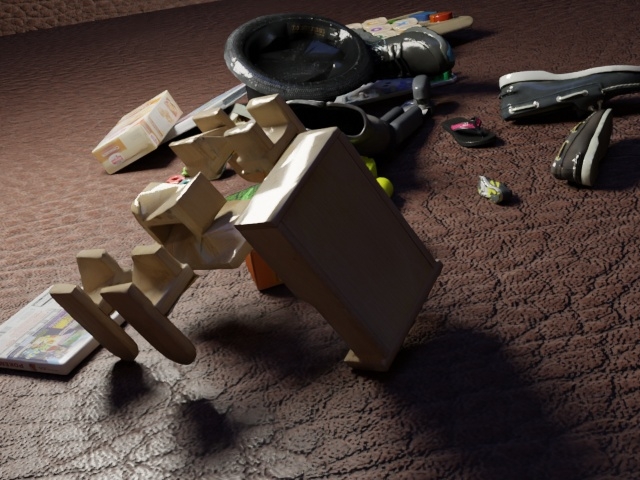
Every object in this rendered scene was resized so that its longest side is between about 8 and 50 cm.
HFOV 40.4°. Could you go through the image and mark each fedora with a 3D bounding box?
[{"bbox_3d":[-0.051,-0.354,1.884,0.333,0.153,0.334,7,45,-7],"label":"fedora"}]

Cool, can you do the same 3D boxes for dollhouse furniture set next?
[{"bbox_3d":[-0.081,0.016,1.163,0.394,0.256,0.362,-4,44,46],"label":"dollhouse furniture set"}]

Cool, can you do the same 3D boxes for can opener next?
[{"bbox_3d":[0.174,-0.279,1.820,0.076,0.095,0.283,1,21,24],"label":"can opener"}]

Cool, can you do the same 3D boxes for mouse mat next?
[{"bbox_3d":[-0.149,-0.050,1.512,0.152,0.007,0.190,-19,25,31],"label":"mouse mat"}]

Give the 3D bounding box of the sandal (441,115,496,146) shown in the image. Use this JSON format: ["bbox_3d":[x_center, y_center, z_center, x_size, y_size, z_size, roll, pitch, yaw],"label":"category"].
[{"bbox_3d":[0.289,-0.227,1.732,0.067,0.040,0.179,-16,26,-11],"label":"sandal"}]

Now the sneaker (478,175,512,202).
[{"bbox_3d":[0.293,-0.085,1.461,0.035,0.031,0.083,-4,27,-17],"label":"sneaker"}]

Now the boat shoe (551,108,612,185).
[{"bbox_3d":[0.456,-0.169,1.501,0.068,0.081,0.228,7,33,26],"label":"boat shoe"}]

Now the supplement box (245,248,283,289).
[{"bbox_3d":[0.000,0.000,1.343,0.233,0.080,0.078,-15,27,-12],"label":"supplement box"}]

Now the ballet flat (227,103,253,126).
[{"bbox_3d":[-0.170,-0.260,1.952,0.068,0.072,0.213,-30,32,-26],"label":"ballet flat"}]

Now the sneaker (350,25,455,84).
[{"bbox_3d":[0.150,-0.400,1.977,0.340,0.125,0.140,10,50,44],"label":"sneaker"}]

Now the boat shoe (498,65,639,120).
[{"bbox_3d":[0.507,-0.286,1.720,0.302,0.091,0.114,-2,-6,21],"label":"boat shoe"}]

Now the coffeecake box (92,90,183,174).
[{"bbox_3d":[-0.406,-0.242,1.945,0.142,0.068,0.185,-25,24,24],"label":"coffeecake box"}]

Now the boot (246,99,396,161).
[{"bbox_3d":[-0.039,-0.219,1.652,0.338,0.118,0.222,-1,-5,24],"label":"boot"}]

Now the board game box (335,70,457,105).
[{"bbox_3d":[0.098,-0.428,2.211,0.389,0.050,0.390,-14,25,-7],"label":"board game box"}]

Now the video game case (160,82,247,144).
[{"bbox_3d":[-0.264,-0.311,2.065,0.204,0.025,0.285,-20,16,36],"label":"video game case"}]

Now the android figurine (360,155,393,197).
[{"bbox_3d":[0.003,-0.083,1.536,0.248,0.056,0.273,-1,28,21],"label":"android figurine"}]

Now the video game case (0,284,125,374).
[{"bbox_3d":[-0.390,0.129,1.299,0.183,0.023,0.201,2,27,25],"label":"video game case"}]

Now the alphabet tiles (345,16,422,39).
[{"bbox_3d":[0.131,-0.516,2.258,0.277,0.021,0.284,-14,33,-2],"label":"alphabet tiles"}]

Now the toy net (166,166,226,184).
[{"bbox_3d":[-0.275,-0.116,1.726,0.122,0.045,0.232,2,29,24],"label":"toy net"}]

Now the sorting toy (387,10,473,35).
[{"bbox_3d":[0.232,-0.584,2.378,0.307,0.041,0.229,-21,27,-24],"label":"sorting toy"}]
